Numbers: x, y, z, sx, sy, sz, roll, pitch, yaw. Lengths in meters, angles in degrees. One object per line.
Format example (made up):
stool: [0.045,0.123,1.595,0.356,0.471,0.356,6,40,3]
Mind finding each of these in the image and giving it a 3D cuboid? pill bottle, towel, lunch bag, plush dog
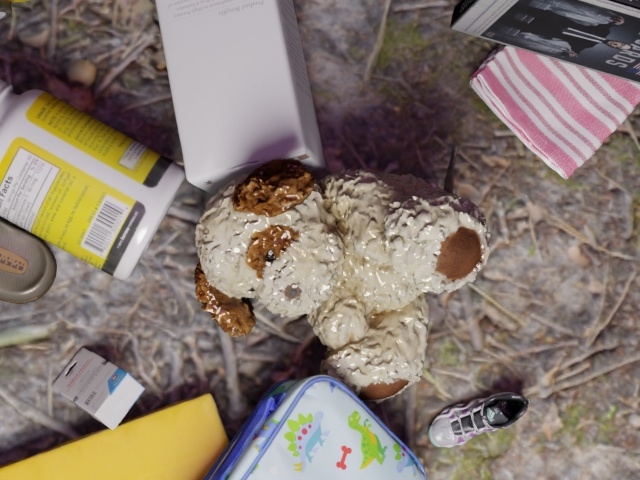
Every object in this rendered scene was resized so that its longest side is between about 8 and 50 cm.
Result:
pill bottle: [-0.238,-0.062,1.344,0.208,0.119,0.119,29,78,-4]
towel: [0.259,-0.175,1.493,0.144,0.029,0.197,45,77,-1]
lunch bag: [-0.019,0.237,1.312,0.176,0.090,0.219,44,60,-18]
plush dog: [0.000,0.000,1.345,0.225,0.262,0.211,7,47,-18]

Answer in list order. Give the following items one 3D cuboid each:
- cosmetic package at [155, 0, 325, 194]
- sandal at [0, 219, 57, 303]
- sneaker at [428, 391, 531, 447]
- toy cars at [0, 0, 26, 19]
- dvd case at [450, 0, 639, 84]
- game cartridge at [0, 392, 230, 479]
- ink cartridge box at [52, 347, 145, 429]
cosmetic package: [-0.078,-0.168,1.379,0.117,0.085,0.231,-13,78,13]
sandal: [-0.345,-0.001,1.345,0.219,0.060,0.090,22,78,-6]
sneaker: [0.151,0.165,1.400,0.098,0.069,0.038,-24,86,-12]
toy cars: [-0.446,-0.305,1.362,0.393,0.087,0.176,29,77,-4]
dvd case: [0.258,-0.200,1.391,0.238,0.179,0.030,15,79,-9]
game cartridge: [-0.178,0.333,1.333,0.285,0.052,0.324,-19,87,-12]
ink cartridge box: [-0.202,0.133,1.352,0.048,0.083,0.028,-53,129,-13]
